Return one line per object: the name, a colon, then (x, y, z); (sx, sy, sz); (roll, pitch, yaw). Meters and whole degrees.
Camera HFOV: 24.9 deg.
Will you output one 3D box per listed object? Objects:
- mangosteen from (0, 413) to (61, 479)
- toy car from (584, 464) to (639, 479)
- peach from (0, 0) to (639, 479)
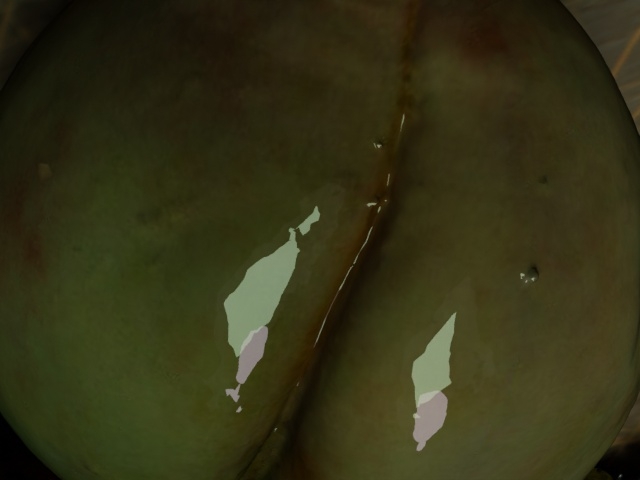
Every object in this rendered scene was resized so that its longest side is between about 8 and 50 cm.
mangosteen: (-0.214, 0.203, 0.724); (0.306, 0.359, 0.306); (-28, 135, -32)
toy car: (0.202, 0.187, 0.880); (0.162, 0.098, 0.126); (3, 104, 24)
peach: (-0.001, 0.000, 0.595); (0.292, 0.247, 0.292); (5, 117, 11)
